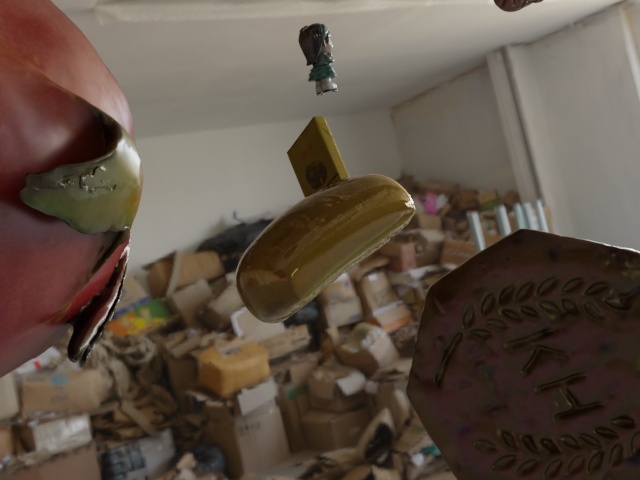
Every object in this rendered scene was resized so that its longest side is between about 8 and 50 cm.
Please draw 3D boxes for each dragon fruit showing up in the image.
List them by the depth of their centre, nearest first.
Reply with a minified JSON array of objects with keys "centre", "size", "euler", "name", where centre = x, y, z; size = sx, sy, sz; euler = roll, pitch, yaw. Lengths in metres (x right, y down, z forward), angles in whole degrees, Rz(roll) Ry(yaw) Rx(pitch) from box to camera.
[{"centre":[-0.253,-0.004,0.428],"size":[0.306,0.305,0.225],"euler":[-14,34,4],"name":"dragon fruit"}]

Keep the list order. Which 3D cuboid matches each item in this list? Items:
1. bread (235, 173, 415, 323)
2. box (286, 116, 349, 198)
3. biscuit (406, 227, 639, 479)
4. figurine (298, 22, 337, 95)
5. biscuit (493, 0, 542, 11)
[{"centre":[0.000,0.000,0.870],"size":[0.217,0.098,0.147],"euler":[-37,-1,-28],"name":"bread"},{"centre":[0.003,-0.085,1.092],"size":[0.023,0.155,0.087],"euler":[-5,-28,-33],"name":"box"},{"centre":[0.276,0.160,0.944],"size":[0.359,0.358,0.046],"euler":[-15,-6,15],"name":"biscuit"},{"centre":[-0.004,-0.269,1.167],"size":[0.047,0.105,0.060],"euler":[-14,6,-22],"name":"figurine"},{"centre":[0.248,-0.305,0.928],"size":[0.091,0.015,0.078],"euler":[-39,-40,26],"name":"biscuit"}]
